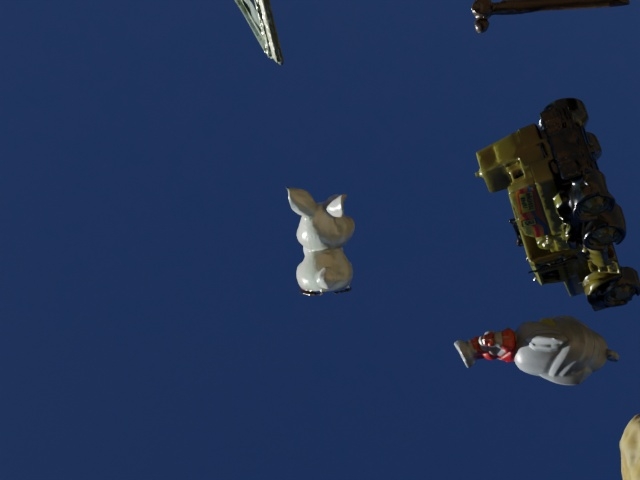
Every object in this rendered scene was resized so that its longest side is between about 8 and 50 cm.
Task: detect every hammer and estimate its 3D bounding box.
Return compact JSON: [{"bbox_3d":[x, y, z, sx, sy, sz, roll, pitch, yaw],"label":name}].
[{"bbox_3d":[0.260,-0.273,1.638,0.178,0.021,0.065,-2,-98,16],"label":"hammer"}]

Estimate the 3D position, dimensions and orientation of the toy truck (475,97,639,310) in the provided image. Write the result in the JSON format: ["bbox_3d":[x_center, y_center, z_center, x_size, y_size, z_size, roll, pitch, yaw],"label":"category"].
[{"bbox_3d":[0.257,-0.023,1.523,0.127,0.257,0.127,-21,-127,13],"label":"toy truck"}]

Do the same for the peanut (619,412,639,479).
[{"bbox_3d":[0.362,0.265,1.386,0.149,0.149,0.313,27,-161,-7],"label":"peanut"}]

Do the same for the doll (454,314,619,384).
[{"bbox_3d":[0.238,0.120,1.591,0.180,0.094,0.079,0,-110,9],"label":"doll"}]

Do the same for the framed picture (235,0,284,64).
[{"bbox_3d":[-0.099,-0.341,1.602,0.018,0.231,0.293,-16,-154,-5],"label":"framed picture"}]

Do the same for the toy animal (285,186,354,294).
[{"bbox_3d":[0.001,-0.001,1.637,0.071,0.124,0.085,2,-172,13],"label":"toy animal"}]
